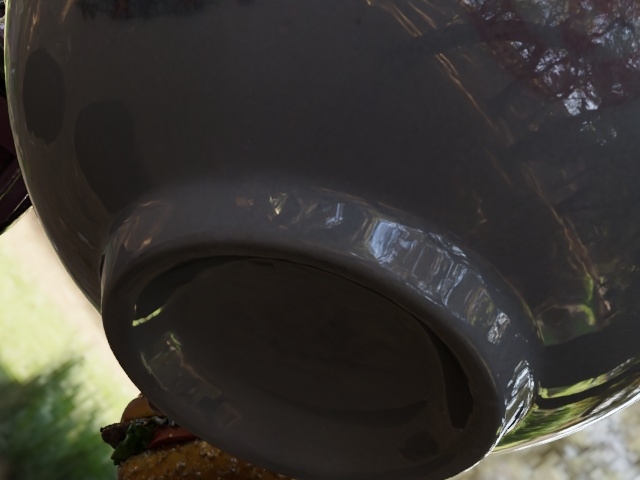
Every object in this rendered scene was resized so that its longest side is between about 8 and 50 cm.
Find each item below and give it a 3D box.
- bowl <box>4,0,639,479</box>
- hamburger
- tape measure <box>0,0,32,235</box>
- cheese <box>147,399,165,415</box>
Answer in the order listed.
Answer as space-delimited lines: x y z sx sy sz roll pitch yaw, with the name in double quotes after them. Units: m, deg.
0.013 -0.012 0.590 0.345 0.157 0.345 13 -37 10 "bowl"
-0.052 0.149 1.038 0.166 0.087 0.137 -14 -34 41 "hamburger"
-0.265 -0.121 1.378 0.149 0.245 0.231 37 26 -13 "tape measure"
-0.001 0.021 0.889 0.128 0.203 0.177 13 -11 12 "cheese"
